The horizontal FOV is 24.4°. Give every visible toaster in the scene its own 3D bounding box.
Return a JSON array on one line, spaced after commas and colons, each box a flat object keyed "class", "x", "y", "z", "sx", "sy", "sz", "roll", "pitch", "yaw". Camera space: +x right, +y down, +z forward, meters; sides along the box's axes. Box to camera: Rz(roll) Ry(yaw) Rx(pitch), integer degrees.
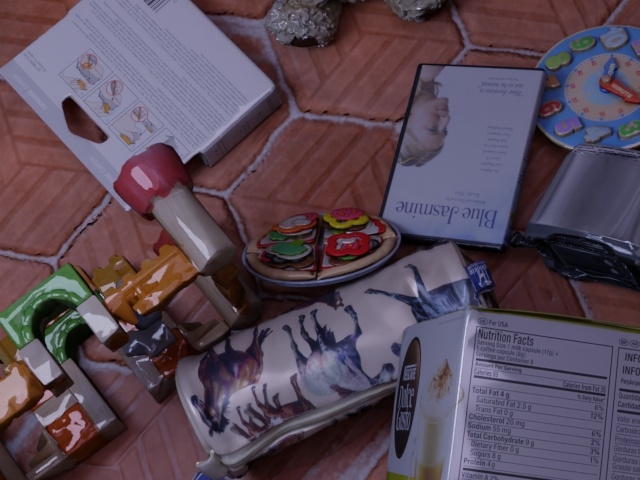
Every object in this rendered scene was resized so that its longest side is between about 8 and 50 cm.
[{"class": "toaster", "x": 0.358, "y": -0.027, "z": 1.815, "sx": 0.227, "sy": 0.129, "sz": 0.146, "roll": 14, "pitch": 68, "yaw": 41}]

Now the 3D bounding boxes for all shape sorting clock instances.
[{"class": "shape sorting clock", "x": 0.369, "y": -0.198, "z": 1.910, "sx": 0.206, "sy": 0.040, "sz": 0.206, "roll": -7, "pitch": 55, "yaw": 10}]

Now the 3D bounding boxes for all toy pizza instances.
[{"class": "toy pizza", "x": 0.000, "y": 0.000, "z": 1.851, "sx": 0.201, "sy": 0.201, "sz": 0.032, "roll": -7, "pitch": 115, "yaw": 3}]

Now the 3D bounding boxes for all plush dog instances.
[{"class": "plush dog", "x": 0.034, "y": -0.397, "z": 1.944, "sx": 0.262, "sy": 0.225, "sz": 0.210, "roll": -13, "pitch": 70, "yaw": 4}]

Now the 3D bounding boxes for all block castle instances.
[{"class": "block castle", "x": -0.308, "y": 0.099, "z": 1.786, "sx": 0.453, "sy": 0.303, "sz": 0.213, "roll": -38, "pitch": 70, "yaw": -7}]

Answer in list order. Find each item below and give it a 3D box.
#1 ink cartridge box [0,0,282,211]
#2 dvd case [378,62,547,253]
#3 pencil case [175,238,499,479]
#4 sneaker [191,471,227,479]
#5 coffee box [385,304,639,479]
[{"class": "ink cartridge box", "x": -0.245, "y": -0.209, "z": 2.005, "sx": 0.261, "sy": 0.066, "sz": 0.296, "roll": -42, "pitch": 71, "yaw": -7}, {"class": "dvd case", "x": 0.181, "y": -0.111, "z": 1.910, "sx": 0.180, "sy": 0.022, "sz": 0.253, "roll": 6, "pitch": 72, "yaw": 28}, {"class": "pencil case", "x": 0.026, "y": 0.147, "z": 1.792, "sx": 0.410, "sy": 0.160, "sz": 0.183, "roll": -24, "pitch": 35, "yaw": -1}, {"class": "sneaker", "x": -0.160, "y": 0.426, "z": 1.719, "sx": 0.127, "sy": 0.182, "sz": 0.315, "roll": 18, "pitch": 75, "yaw": 12}, {"class": "coffee box", "x": 0.257, "y": 0.260, "z": 1.545, "sx": 0.338, "sy": 0.337, "sz": 0.334, "roll": 8, "pitch": 83, "yaw": -6}]
